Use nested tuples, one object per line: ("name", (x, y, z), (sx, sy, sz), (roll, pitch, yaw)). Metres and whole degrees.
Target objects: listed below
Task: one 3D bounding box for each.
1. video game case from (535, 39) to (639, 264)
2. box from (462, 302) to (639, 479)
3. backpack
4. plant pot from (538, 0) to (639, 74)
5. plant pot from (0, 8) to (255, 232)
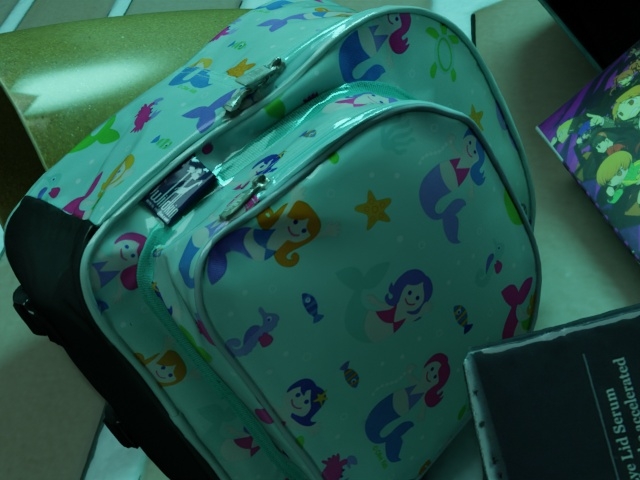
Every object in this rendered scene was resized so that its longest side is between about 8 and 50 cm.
("video game case", (0.247, -0.080, 0.664), (0.232, 0.042, 0.210), (-41, 30, 13))
("box", (0.175, 0.062, 0.435), (0.207, 0.108, 0.153), (-18, -9, 22))
("backpack", (0.000, 0.000, 0.638), (0.191, 0.225, 0.253), (12, 51, 49))
("plant pot", (0.205, -0.229, 0.839), (0.165, 0.165, 0.234), (-39, 27, 16))
("plant pot", (-0.083, -0.059, 0.846), (0.254, 0.237, 0.237), (-23, 25, -21))
